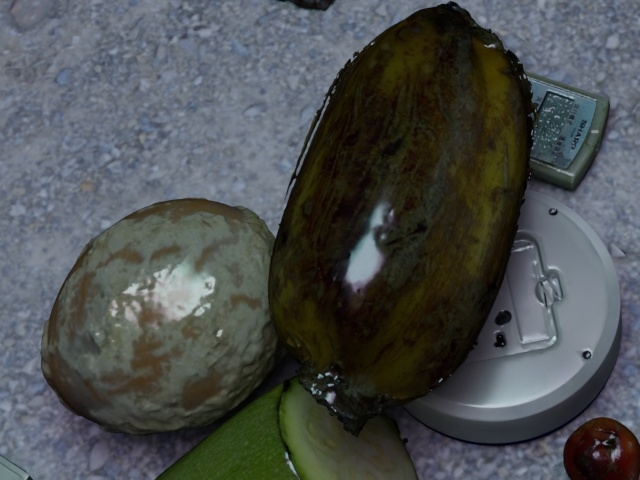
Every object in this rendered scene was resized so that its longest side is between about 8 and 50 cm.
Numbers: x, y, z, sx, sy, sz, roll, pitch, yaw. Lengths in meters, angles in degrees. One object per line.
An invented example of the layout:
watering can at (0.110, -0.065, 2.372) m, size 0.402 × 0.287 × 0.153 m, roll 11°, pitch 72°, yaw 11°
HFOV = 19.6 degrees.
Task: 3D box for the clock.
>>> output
clock at (0.157, 0.066, 1.673) m, size 0.230 × 0.083 × 0.230 m, roll -2°, pitch 66°, yaw 5°

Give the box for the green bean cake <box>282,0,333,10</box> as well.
green bean cake at (-0.086, -0.352, 1.870) m, size 0.232 × 0.198 × 0.097 m, roll 25°, pitch 62°, yaw 34°

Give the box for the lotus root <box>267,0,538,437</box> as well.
lotus root at (0.072, -0.022, 1.575) m, size 0.196 × 0.179 × 0.397 m, roll 27°, pitch 67°, yaw -14°

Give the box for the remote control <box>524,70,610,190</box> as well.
remote control at (0.157, -0.127, 1.783) m, size 0.233 × 0.038 × 0.098 m, roll 21°, pitch 71°, yaw 16°

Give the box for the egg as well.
egg at (-0.133, 0.069, 1.650) m, size 0.245 × 0.203 × 0.203 m, roll -34°, pitch 66°, yaw -2°

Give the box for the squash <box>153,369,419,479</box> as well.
squash at (-0.057, 0.255, 1.650) m, size 0.260 × 0.189 × 0.189 m, roll -43°, pitch 62°, yaw 28°

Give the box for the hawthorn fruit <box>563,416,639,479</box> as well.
hawthorn fruit at (0.244, 0.188, 1.608) m, size 0.077 × 0.077 × 0.077 m, roll -3°, pitch 65°, yaw 7°

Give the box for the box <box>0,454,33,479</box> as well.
box at (-0.362, 0.279, 1.647) m, size 0.129 × 0.086 × 0.225 m, roll 30°, pitch 73°, yaw 20°
